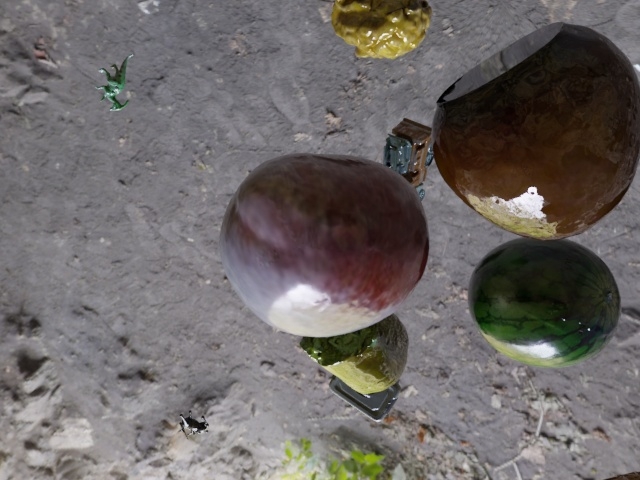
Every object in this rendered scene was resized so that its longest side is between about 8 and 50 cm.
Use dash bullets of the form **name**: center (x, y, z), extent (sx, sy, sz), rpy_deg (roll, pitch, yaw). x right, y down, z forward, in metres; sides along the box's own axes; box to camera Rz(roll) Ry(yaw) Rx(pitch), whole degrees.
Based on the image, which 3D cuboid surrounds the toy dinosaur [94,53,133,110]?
- **toy dinosaur**: center (-0.303, -0.235, 0.781), extent (0.083, 0.021, 0.062), rpy_deg (-29, 97, 9)

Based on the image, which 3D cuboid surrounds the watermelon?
- **watermelon**: center (0.549, 0.149, 1.293), extent (0.362, 0.363, 0.364), rpy_deg (8, 116, 16)

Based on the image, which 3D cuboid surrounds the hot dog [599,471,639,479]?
- **hot dog**: center (0.308, 0.207, 0.374), extent (0.268, 0.072, 0.115), rpy_deg (-8, 90, 10)

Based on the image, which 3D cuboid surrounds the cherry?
- **cherry**: center (-0.011, 0.003, 0.803), extent (0.326, 0.334, 0.292), rpy_deg (-19, 77, 46)

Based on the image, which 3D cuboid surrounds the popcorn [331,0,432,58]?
- **popcorn**: center (0.142, -0.552, 1.246), extent (0.249, 0.250, 0.190), rpy_deg (3, 151, 18)

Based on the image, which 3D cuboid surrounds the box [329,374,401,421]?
- **box**: center (0.159, 0.496, 1.794), extent (0.226, 0.130, 0.162), rpy_deg (31, 105, 13)

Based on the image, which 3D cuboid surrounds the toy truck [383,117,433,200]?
- **toy truck**: center (0.263, -0.211, 1.712), extent (0.132, 0.184, 0.339), rpy_deg (29, 135, 27)

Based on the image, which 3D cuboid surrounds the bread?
- **bread**: center (0.118, 0.275, 1.446), extent (0.208, 0.251, 0.376), rpy_deg (-6, 147, 27)

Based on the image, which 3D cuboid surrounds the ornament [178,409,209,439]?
- **ornament**: center (-0.298, 0.437, 1.213), extent (0.073, 0.028, 0.125), rpy_deg (22, 136, -1)

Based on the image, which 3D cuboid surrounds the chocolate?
- **chocolate**: center (0.186, -0.083, 0.441), extent (0.176, 0.177, 0.177), rpy_deg (8, 116, 16)
